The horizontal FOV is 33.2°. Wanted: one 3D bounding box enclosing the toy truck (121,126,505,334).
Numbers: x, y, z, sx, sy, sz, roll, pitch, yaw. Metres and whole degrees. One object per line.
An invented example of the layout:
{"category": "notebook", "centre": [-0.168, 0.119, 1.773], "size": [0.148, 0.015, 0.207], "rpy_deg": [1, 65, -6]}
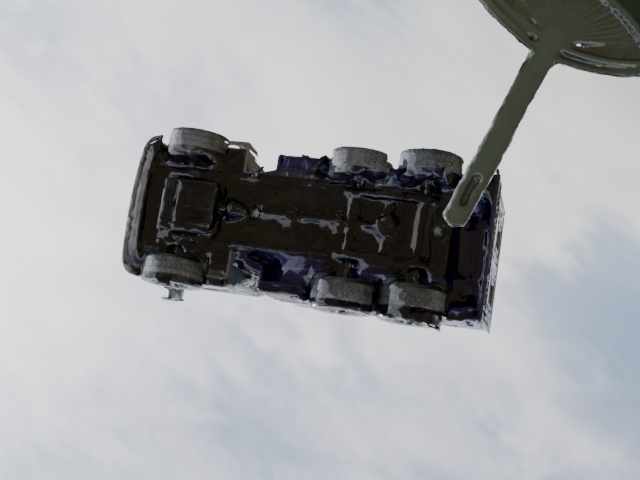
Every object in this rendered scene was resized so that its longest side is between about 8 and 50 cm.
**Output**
{"category": "toy truck", "centre": [0.000, 0.000, 0.815], "size": [0.268, 0.124, 0.155], "rpy_deg": [7, 170, 15]}

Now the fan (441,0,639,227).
{"category": "fan", "centre": [0.179, -0.155, 0.608], "size": [0.223, 0.294, 0.012], "rpy_deg": [-1, -177, 2]}
